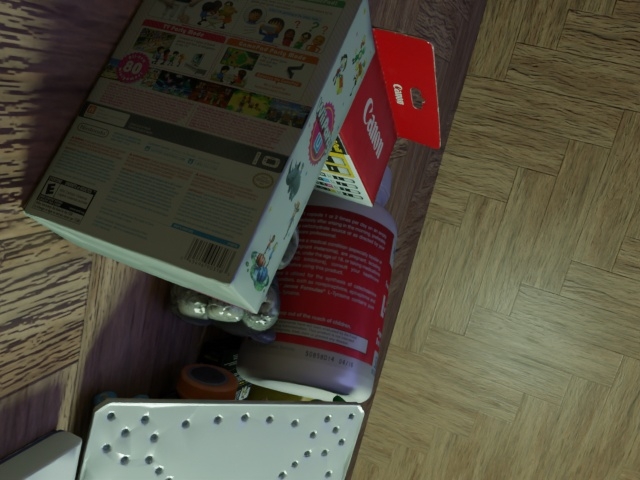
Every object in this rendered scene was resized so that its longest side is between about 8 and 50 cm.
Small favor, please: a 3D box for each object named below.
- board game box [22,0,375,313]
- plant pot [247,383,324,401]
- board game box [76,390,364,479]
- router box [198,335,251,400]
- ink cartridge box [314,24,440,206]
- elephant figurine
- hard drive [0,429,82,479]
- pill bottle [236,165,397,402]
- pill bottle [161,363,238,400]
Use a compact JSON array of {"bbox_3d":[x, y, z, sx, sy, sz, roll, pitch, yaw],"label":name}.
[{"bbox_3d":[-0.104,-0.112,0.593,0.097,0.223,0.304,61,50,-66],"label":"board game box"},{"bbox_3d":[-0.059,0.310,1.249,0.212,0.212,0.187,-65,149,-22],"label":"plant pot"},{"bbox_3d":[-0.157,0.392,0.858,0.389,0.050,0.390,10,101,-32],"label":"board game box"},{"bbox_3d":[-0.164,0.237,1.076,0.179,0.046,0.133,14,94,-73],"label":"router box"},{"bbox_3d":[0.009,-0.162,0.818,0.309,0.271,0.130,46,63,-71],"label":"ink cartridge box"},{"bbox_3d":[-0.107,0.003,0.860,0.186,0.169,0.240,139,-39,-64],"label":"elephant figurine"},{"bbox_3d":[-0.354,0.381,0.630,0.210,0.040,0.319,-21,127,-69],"label":"hard drive"},{"bbox_3d":[0.008,0.056,1.067,0.229,0.228,0.408,64,35,-67],"label":"pill bottle"},{"bbox_3d":[-0.192,0.312,0.919,0.130,0.130,0.246,-15,122,-70],"label":"pill bottle"}]
